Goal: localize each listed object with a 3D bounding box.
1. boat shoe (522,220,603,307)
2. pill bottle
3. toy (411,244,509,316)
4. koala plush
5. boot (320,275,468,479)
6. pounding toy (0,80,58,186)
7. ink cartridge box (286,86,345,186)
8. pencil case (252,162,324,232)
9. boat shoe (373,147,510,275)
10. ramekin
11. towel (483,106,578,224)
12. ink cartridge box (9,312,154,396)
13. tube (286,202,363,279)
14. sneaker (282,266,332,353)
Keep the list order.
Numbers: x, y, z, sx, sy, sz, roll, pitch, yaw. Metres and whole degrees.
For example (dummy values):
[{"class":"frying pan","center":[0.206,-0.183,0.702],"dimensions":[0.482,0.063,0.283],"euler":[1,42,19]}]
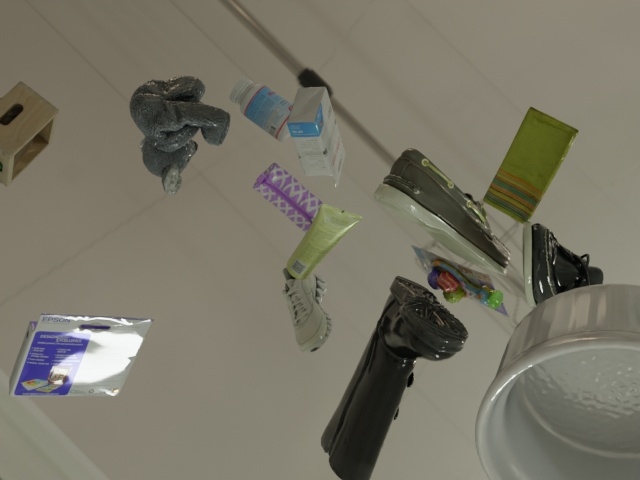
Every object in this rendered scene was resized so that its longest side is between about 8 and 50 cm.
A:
[{"class":"boat shoe","center":[0.388,0.069,1.261],"dimensions":[0.340,0.113,0.127],"euler":[57,37,-51]},{"class":"pill bottle","center":[-0.128,-0.306,1.850],"dimensions":[0.087,0.160,0.087],"euler":[-53,175,-6]},{"class":"toy","center":[0.293,0.100,1.752],"dimensions":[0.056,0.137,0.237],"euler":[-47,-142,-19]},{"class":"koala plush","center":[-0.343,-0.230,1.799],"dimensions":[0.203,0.196,0.221],"euler":[-11,138,-35]},{"class":"boot","center":[0.140,0.335,1.731],"dimensions":[0.367,0.146,0.445],"euler":[-95,-149,-78]},{"class":"pounding toy","center":[-0.482,-0.162,1.200],"dimensions":[0.141,0.100,0.130],"euler":[-56,-174,-31]},{"class":"ink cartridge box","center":[-0.006,-0.198,1.567],"dimensions":[0.180,0.060,0.104],"euler":[70,27,-47]},{"class":"pencil case","center":[-0.059,-0.087,1.824],"dimensions":[0.086,0.206,0.088],"euler":[-47,-170,22]},{"class":"boat shoe","center":[0.212,-0.037,1.255],"dimensions":[0.109,0.305,0.091],"euler":[22,-98,54]},{"class":"ramekin","center":[0.310,0.179,0.838],"dimensions":[0.277,0.277,0.135],"euler":[-47,-173,35]},{"class":"towel","center":[0.397,-0.138,1.530],"dimensions":[0.021,0.102,0.237],"euler":[-51,165,-44]},{"class":"ink cartridge box","center":[-0.429,0.197,1.431],"dimensions":[0.206,0.045,0.208],"euler":[8,126,-35]},{"class":"tube","center":[0.000,0.000,1.712],"dimensions":[0.070,0.062,0.240],"euler":[-24,161,-37]},{"class":"sneaker","center":[-0.046,0.167,2.011],"dimensions":[0.110,0.118,0.292],"euler":[-34,-148,16]}]
